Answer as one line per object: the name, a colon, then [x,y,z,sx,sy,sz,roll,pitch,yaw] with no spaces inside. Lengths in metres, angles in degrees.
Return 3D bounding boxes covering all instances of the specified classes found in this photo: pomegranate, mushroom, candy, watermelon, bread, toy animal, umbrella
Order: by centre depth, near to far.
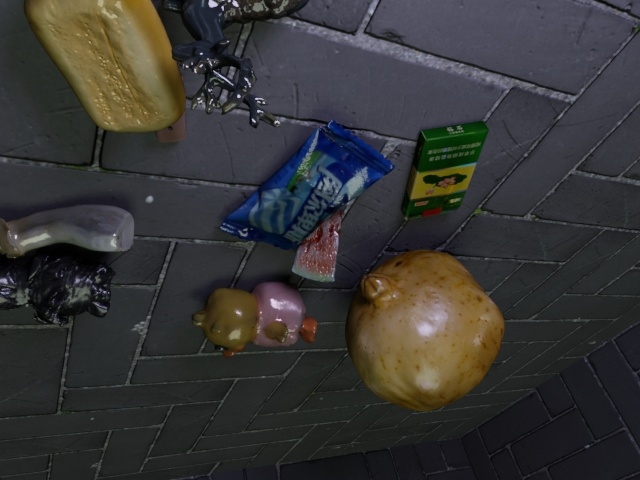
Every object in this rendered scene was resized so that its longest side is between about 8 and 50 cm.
bread: [-0.256,-0.238,0.664,0.147,0.098,0.217,0,144,6]
mushroom: [-0.438,-0.017,0.901,0.223,0.092,0.081,-1,159,-10]
umbrella: [-0.553,0.081,0.956,0.336,0.128,0.154,10,139,-29]
candy: [-0.029,-0.085,0.995,0.187,0.077,0.331,23,131,-39]
watermelon: [-0.004,0.022,1.128,0.097,0.121,0.158,11,136,-2]
toy animal: [-0.157,0.181,1.233,0.281,0.195,0.169,-7,104,-21]
pomegranate: [0.220,0.195,1.247,0.410,0.410,0.410,-12,144,-8]

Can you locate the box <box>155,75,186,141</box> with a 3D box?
box: [-0.229,-0.197,0.799,0.048,0.025,0.115,-4,143,-16]

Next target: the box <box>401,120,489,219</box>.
box: [0.247,-0.137,1.077,0.132,0.034,0.235,-11,144,-10]

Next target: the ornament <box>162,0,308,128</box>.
ornament: [-0.080,-0.237,0.628,0.202,0.236,0.080,-12,150,-7]
